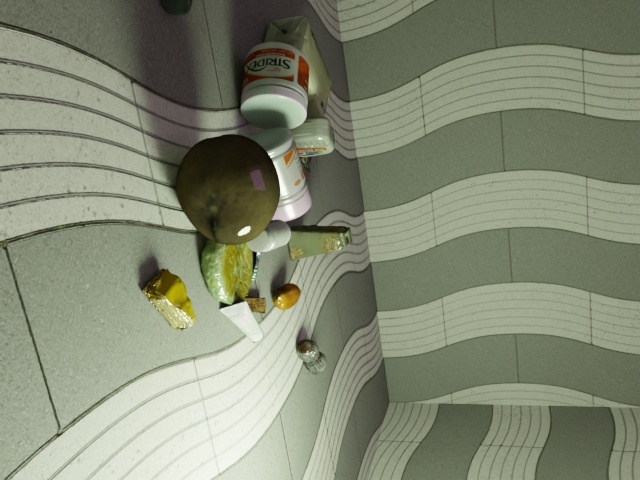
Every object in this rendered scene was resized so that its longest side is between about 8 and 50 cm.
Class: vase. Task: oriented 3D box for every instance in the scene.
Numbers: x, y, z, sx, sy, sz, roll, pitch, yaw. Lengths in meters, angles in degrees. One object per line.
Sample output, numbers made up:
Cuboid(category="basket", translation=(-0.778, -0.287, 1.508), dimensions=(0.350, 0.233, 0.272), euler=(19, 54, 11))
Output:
Cuboid(category="vase", translation=(-0.414, -0.772, 1.552), dimensions=(0.086, 0.086, 0.213), euler=(60, 26, -53))

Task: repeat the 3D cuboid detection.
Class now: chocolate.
Cuboid(category="chocolate", translation=(-0.037, 0.533, 2.373), dimensions=(0.248, 0.110, 0.110), euler=(67, 25, -51))

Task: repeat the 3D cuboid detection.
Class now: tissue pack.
Cuboid(category="tissue pack", translation=(-0.101, -0.749, 2.312), dimensions=(0.380, 0.207, 0.296), euler=(60, 32, -54))

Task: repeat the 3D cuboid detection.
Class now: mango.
Cuboid(category="mango", translation=(-0.148, 0.233, 2.144), dimensions=(0.159, 0.084, 0.105), euler=(-14, 116, -52))

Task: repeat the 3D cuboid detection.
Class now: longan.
Cuboid(category="longan", translation=(-0.265, -0.148, 1.512), dimensions=(0.319, 0.319, 0.318), euler=(-4, 90, -72))

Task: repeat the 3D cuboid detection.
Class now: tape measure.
Cuboid(category="tape measure", translation=(-0.075, -0.455, 2.270), dimensions=(0.265, 0.259, 0.129), euler=(33, 53, -77))

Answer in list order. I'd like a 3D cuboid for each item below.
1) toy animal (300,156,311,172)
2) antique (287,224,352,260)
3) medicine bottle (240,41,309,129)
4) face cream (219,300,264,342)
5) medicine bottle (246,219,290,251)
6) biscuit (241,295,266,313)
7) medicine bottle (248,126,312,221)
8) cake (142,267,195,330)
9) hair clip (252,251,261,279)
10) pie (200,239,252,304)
Cuboid(category="toy animal", translation=(-0.065, -0.474, 2.611), dimensions=(0.260, 0.087, 0.243), euler=(54, 49, -62))
Cuboid(category="antique", translation=(0.000, 0.000, 2.324), dimensions=(0.125, 0.285, 0.150), euler=(-49, 131, -66))
Cuboid(category="medicine bottle", translation=(-0.171, -0.583, 1.978), dimensions=(0.252, 0.253, 0.240), euler=(44, 44, -65))
Cuboid(category="face cream", translation=(-0.258, 0.277, 1.789), dimensions=(0.243, 0.092, 0.058), euler=(67, 5, -53))
Cuboid(category="medicine bottle", translation=(-0.184, -0.016, 1.838), dimensions=(0.187, 0.103, 0.102), euler=(-23, 108, -69))
Cuboid(category="biscuit", translation=(-0.249, 0.235, 1.895), dimensions=(0.199, 0.035, 0.064), euler=(24, 63, -71))
Cuboid(category="medicine bottle", translation=(-0.164, -0.254, 2.008), dimensions=(0.202, 0.202, 0.315), euler=(-73, 154, -49))
Cuboid(category="cake", translation=(-0.397, 0.172, 1.377), dimensions=(0.116, 0.080, 0.184), euler=(-49, 136, -70))
Cuboid(category="hair clip", translation=(-0.244, 0.053, 1.920), dimensions=(0.124, 0.052, 0.195), euler=(106, -13, -59))
Cuboid(category="pie", translation=(-0.298, 0.066, 1.733), dimensions=(0.323, 0.071, 0.322), euler=(0, 90, -75))
